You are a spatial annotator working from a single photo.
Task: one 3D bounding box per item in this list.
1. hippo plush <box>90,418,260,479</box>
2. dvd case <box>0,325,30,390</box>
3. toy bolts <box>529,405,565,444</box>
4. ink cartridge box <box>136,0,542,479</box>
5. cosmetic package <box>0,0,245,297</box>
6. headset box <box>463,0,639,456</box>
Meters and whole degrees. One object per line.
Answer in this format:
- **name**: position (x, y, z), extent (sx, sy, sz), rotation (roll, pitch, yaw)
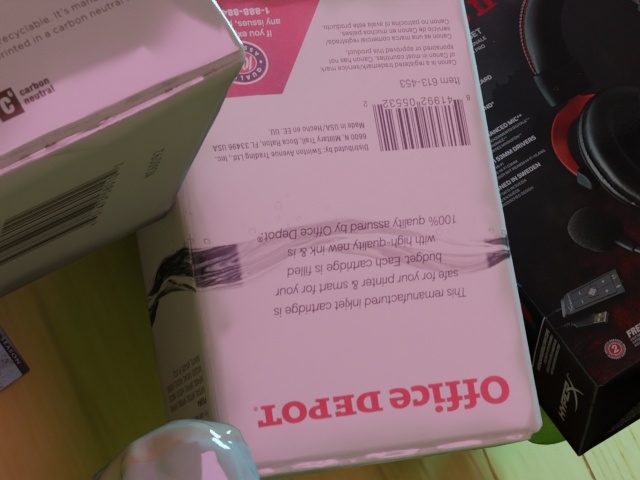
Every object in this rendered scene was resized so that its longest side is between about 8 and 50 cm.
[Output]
- **hippo plush**: position (-0.113, 0.241, 0.821), extent (0.236, 0.234, 0.294), rotation (-16, 59, -20)
- **dvd case**: position (-0.207, 0.056, 0.951), extent (0.087, 0.013, 0.119), rotation (57, 38, -2)
- **toy bolts**: position (0.132, -0.021, 1.220), extent (0.158, 0.218, 0.228), rotation (28, 36, -41)
- **ink cartridge box**: position (0.000, 0.000, 0.981), extent (0.172, 0.100, 0.237), rotation (-6, 79, -21)
- **cosmetic package**: position (-0.205, -0.163, 0.847), extent (0.155, 0.197, 0.366), rotation (-27, 80, -22)
- **headset box**: position (0.158, -0.058, 1.130), extent (0.218, 0.110, 0.293), rotation (-29, 65, -13)
